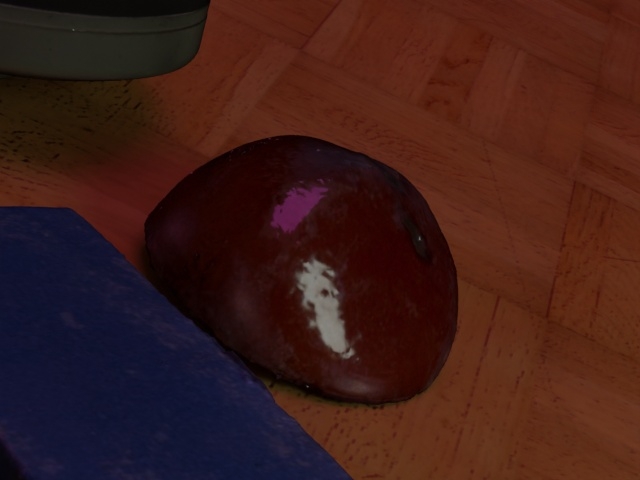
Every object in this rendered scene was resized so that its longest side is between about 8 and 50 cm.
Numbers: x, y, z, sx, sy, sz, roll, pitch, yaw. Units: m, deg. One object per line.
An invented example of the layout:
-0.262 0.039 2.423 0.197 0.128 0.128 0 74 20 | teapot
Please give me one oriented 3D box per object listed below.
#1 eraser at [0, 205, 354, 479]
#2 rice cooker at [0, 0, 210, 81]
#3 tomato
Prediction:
-0.107 0.069 0.674 0.144 0.043 0.312 -3 30 -39 | eraser
-0.188 -0.236 0.931 0.288 0.277 0.288 12 18 -4 | rice cooker
0.000 0.000 0.862 0.189 0.099 0.173 39 29 22 | tomato
